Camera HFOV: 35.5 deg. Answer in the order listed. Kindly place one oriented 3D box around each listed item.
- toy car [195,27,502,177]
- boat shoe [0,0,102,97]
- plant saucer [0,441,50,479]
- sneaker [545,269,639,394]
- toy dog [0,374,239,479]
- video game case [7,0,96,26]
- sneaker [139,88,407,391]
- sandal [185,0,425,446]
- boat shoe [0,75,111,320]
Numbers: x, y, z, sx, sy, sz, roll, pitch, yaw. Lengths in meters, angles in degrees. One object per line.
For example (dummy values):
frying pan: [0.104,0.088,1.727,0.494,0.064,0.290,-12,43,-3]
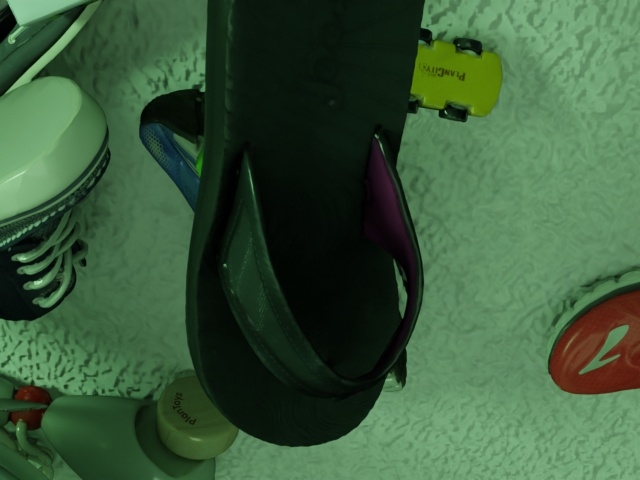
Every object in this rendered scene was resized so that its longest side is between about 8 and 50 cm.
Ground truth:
toy car: [-0.009,-0.119,0.713,0.239,0.053,0.225,44,82,-22]
boat shoe: [-0.210,-0.173,0.742,0.065,0.075,0.206,37,126,-22]
plant saucer: [-0.327,0.238,0.857,0.400,0.100,0.400,17,142,13]
sneaker: [0.326,0.087,0.830,0.279,0.118,0.107,-13,122,16]
toy dog: [-0.240,0.218,0.967,0.333,0.161,0.220,-4,124,10]
video game case: [-0.127,-0.300,0.608,0.244,0.061,0.269,-17,105,16]
sneaker: [-0.057,0.026,0.830,0.147,0.130,0.330,-23,119,19]
sandal: [-0.002,0.000,0.654,0.167,0.107,0.446,-18,131,-21]
boat shoe: [-0.223,-0.018,0.773,0.340,0.127,0.158,-2,139,51]
